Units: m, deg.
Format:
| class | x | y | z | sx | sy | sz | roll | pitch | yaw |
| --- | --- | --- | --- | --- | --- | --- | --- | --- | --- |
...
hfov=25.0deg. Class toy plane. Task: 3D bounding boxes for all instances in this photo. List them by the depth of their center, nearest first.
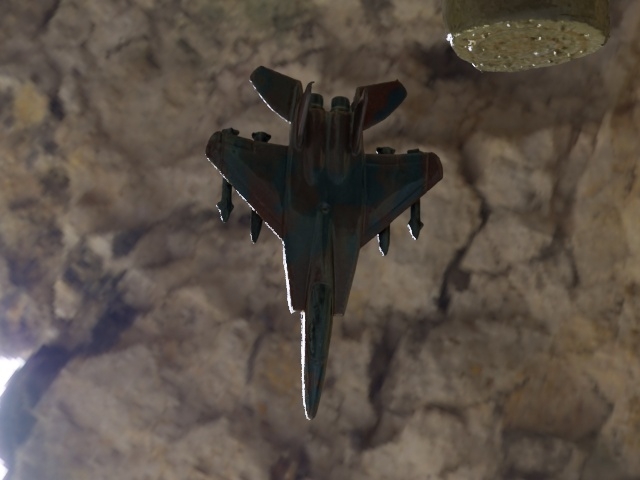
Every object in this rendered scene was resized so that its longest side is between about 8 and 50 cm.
| class | x | y | z | sx | sy | sz | roll | pitch | yaw |
| --- | --- | --- | --- | --- | --- | --- | --- | --- | --- |
| toy plane | -0.001 | 0.001 | 1.327 | 0.223 | 0.326 | 0.104 | 5 | -7 | -8 |

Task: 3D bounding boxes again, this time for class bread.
| class | x | y | z | sx | sy | sz | roll | pitch | yaw |
| --- | --- | --- | --- | --- | --- | --- | --- | --- | --- |
| bread | 0.165 | -0.224 | 1.184 | 0.134 | 0.148 | 0.141 | -6 | -99 | 12 |
